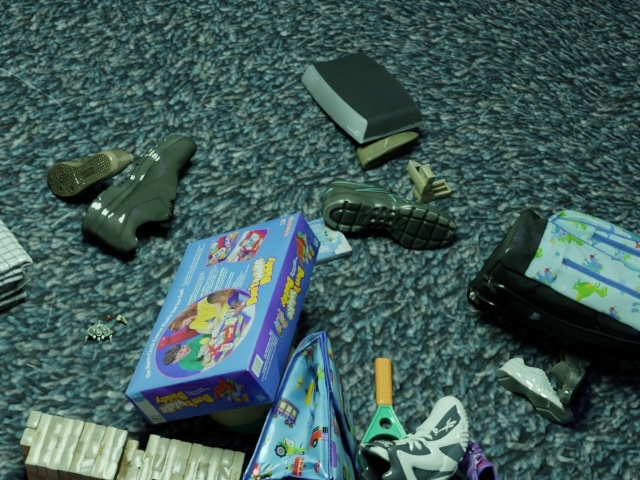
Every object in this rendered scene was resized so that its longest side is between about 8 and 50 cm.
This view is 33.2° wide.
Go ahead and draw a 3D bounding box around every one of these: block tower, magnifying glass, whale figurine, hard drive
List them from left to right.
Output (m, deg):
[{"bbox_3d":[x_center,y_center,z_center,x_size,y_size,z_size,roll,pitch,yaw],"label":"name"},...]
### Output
[{"bbox_3d":[-0.293,0.355,1.664,0.335,0.097,0.091,11,52,0],"label":"block tower"},{"bbox_3d":[-0.122,0.211,1.796,0.216,0.141,0.272,-35,39,0],"label":"whale figurine"},{"bbox_3d":[0.087,-0.305,2.236,0.172,0.054,0.254,-18,46,-22],"label":"hard drive"},{"bbox_3d":[0.110,0.304,1.822,0.092,0.026,0.231,5,51,-7],"label":"magnifying glass"}]

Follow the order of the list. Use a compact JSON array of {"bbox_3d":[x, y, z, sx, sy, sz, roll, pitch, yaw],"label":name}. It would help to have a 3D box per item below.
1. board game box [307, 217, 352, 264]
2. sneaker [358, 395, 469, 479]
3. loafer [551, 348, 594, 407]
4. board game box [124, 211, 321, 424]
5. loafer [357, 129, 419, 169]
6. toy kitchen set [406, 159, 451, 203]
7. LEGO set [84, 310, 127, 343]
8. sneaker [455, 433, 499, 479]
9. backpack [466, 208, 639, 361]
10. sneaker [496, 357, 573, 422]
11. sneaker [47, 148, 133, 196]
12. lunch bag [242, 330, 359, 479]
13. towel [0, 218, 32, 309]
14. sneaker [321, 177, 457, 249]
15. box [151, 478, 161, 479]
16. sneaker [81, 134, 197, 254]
[{"bbox_3d":[0.000,0.000,2.036,0.090,0.020,0.090,-16,58,-22],"label":"board game box"},{"bbox_3d":[0.140,0.330,1.718,0.153,0.094,0.235,37,68,-23],"label":"sneaker"},{"bbox_3d":[0.437,0.242,1.893,0.061,0.062,0.170,16,22,17],"label":"loafer"},{"bbox_3d":[-0.150,0.120,1.732,0.233,0.078,0.347,-14,37,28],"label":"board game box"},{"bbox_3d":[0.137,-0.194,2.188,0.148,0.056,0.050,-25,68,-27],"label":"loafer"},{"bbox_3d":[0.219,-0.130,2.137,0.075,0.083,0.068,-15,58,-21],"label":"toy kitchen set"},{"bbox_3d":[-0.373,0.148,1.848,0.054,0.023,0.083,26,53,10],"label":"LEGO set"},{"bbox_3d":[0.259,0.368,1.772,0.068,0.071,0.170,-19,58,-24],"label":"sneaker"},{"bbox_3d":[0.479,0.083,1.903,0.355,0.290,0.273,35,73,8],"label":"backpack"},{"bbox_3d":[0.387,0.260,1.891,0.152,0.053,0.061,39,53,19],"label":"sneaker"},{"bbox_3d":[-0.424,-0.124,1.986,0.071,0.188,0.066,-17,95,-53],"label":"sneaker"},{"bbox_3d":[-0.006,0.304,1.668,0.138,0.221,0.293,-5,46,15],"label":"lunch bag"},{"bbox_3d":[-0.658,0.049,1.811,0.284,0.121,0.235,-27,55,-32],"label":"towel"},{"bbox_3d":[0.135,-0.063,2.061,0.267,0.101,0.106,14,37,-10],"label":"sneaker"},{"bbox_3d":[-0.233,0.445,1.525,0.077,0.147,0.180,13,87,-1],"label":"box"},{"bbox_3d":[-0.313,-0.080,2.000,0.130,0.109,0.286,37,61,5],"label":"sneaker"}]
